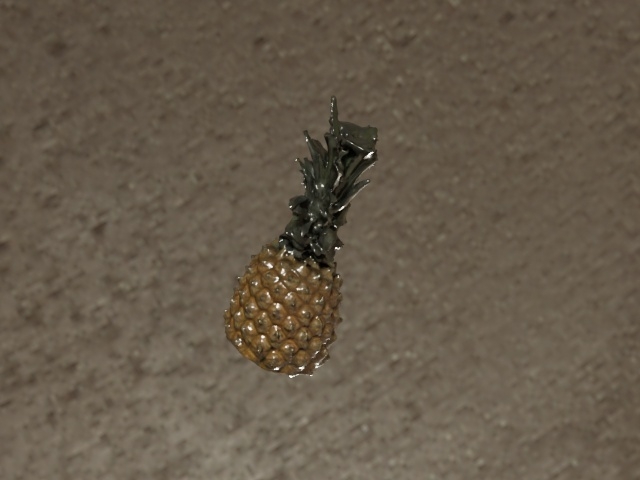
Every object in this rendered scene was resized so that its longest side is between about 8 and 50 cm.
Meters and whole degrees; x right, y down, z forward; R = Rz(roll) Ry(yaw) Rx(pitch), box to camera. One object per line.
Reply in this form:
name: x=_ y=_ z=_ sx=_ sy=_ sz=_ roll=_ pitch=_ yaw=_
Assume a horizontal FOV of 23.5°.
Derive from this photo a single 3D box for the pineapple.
pineapple: x=0.000 y=0.000 z=0.711 sx=0.058 sy=0.058 sz=0.124 roll=9 pitch=113 yaw=-47
